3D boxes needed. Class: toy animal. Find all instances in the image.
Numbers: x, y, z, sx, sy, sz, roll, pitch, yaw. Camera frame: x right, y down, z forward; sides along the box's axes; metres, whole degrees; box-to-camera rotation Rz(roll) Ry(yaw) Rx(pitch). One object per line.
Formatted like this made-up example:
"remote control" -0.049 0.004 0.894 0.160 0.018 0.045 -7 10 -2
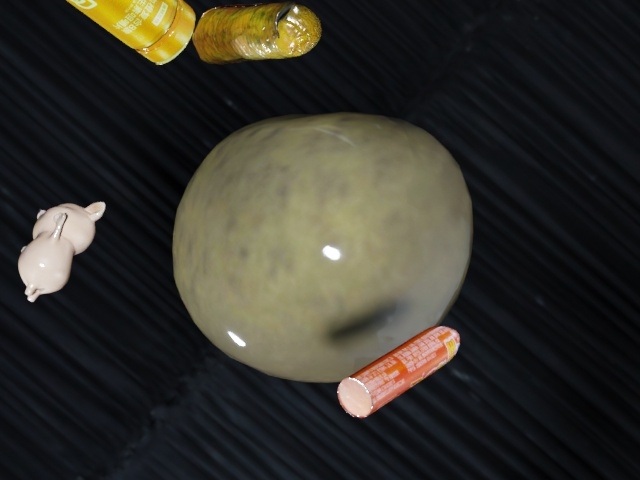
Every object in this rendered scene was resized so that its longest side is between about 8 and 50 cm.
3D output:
"toy animal" -0.335 0.011 1.336 0.083 0.089 0.150 -2 48 42

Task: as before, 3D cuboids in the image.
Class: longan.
"longan" 0.000 0.000 1.324 0.404 0.336 0.404 -26 35 21

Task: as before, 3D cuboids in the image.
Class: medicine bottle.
"medicine bottle" -0.260 -0.318 1.365 0.096 0.192 0.096 -19 55 30

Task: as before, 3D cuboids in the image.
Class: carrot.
"carrot" -0.078 -0.230 1.170 0.070 0.070 0.260 -50 25 -11

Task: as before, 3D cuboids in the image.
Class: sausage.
"sausage" 0.067 0.097 0.815 0.129 0.034 0.034 -24 -15 -44
